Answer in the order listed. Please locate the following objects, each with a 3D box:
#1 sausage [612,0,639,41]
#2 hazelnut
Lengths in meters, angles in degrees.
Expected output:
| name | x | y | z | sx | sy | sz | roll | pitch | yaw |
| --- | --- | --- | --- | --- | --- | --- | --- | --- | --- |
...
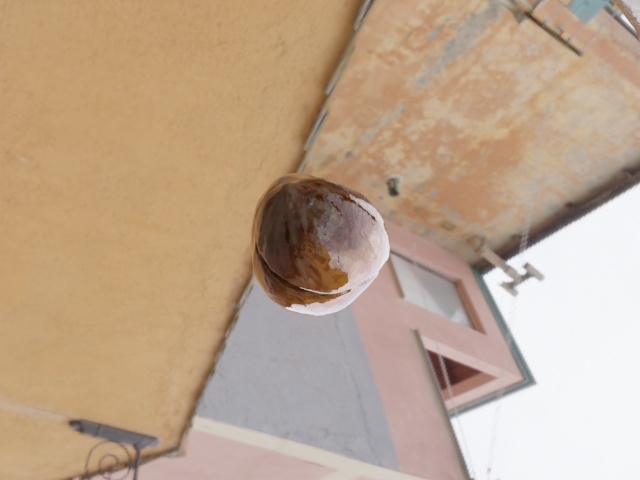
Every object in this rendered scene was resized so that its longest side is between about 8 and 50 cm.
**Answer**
| name | x | y | z | sx | sy | sz | roll | pitch | yaw |
| --- | --- | --- | --- | --- | --- | --- | --- | --- | --- |
| sausage | 0.484 | -0.350 | 0.965 | 0.136 | 0.501 | 0.123 | 13 | -96 | 43 |
| hazelnut | 0.000 | 0.000 | 0.820 | 0.182 | 0.182 | 0.182 | -38 | -141 | 39 |
